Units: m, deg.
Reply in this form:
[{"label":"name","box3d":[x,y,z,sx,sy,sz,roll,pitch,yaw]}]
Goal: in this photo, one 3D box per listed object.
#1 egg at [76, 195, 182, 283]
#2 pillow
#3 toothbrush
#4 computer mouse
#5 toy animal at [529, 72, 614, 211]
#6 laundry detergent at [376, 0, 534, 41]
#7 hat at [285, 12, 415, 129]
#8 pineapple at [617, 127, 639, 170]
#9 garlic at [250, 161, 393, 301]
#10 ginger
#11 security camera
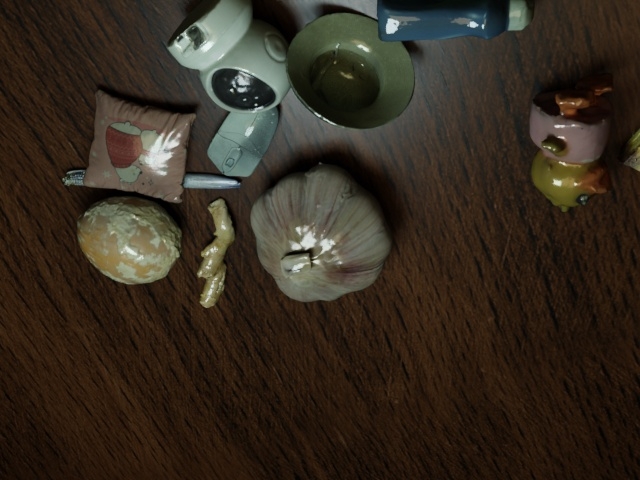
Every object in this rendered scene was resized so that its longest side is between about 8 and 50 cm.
[{"label":"egg","box3d":[-0.434,-0.003,1.925,0.245,0.203,0.203,20,124,-2]},{"label":"pillow","box3d":[-0.394,-0.200,1.847,0.236,0.084,0.223,11,112,1]},{"label":"toothbrush","box3d":[-0.383,-0.136,1.927,0.413,0.042,0.035,2,123,6]},{"label":"computer mouse","box3d":[-0.168,-0.214,1.816,0.113,0.068,0.229,29,123,-8]},{"label":"toy animal","box3d":[0.490,-0.179,1.673,0.169,0.195,0.281,21,132,46]},{"label":"laundry detergent","box3d":[0.250,-0.423,1.563,0.290,0.143,0.094,-1,121,6]},{"label":"hat","box3d":[0.044,-0.304,1.664,0.257,0.257,0.130,24,156,-6]},{"label":"pineapple","box3d":[0.655,-0.173,1.697,0.116,0.069,0.137,-12,122,16]},{"label":"garlic","box3d":[0.004,-0.011,1.842,0.322,0.241,0.322,-7,125,-11]},{"label":"ginger","box3d":[-0.249,0.035,1.996,0.089,0.075,0.288,-13,130,-32]},{"label":"security camera","box3d":[-0.157,-0.359,1.652,0.194,0.194,0.236,-31,118,26]}]
